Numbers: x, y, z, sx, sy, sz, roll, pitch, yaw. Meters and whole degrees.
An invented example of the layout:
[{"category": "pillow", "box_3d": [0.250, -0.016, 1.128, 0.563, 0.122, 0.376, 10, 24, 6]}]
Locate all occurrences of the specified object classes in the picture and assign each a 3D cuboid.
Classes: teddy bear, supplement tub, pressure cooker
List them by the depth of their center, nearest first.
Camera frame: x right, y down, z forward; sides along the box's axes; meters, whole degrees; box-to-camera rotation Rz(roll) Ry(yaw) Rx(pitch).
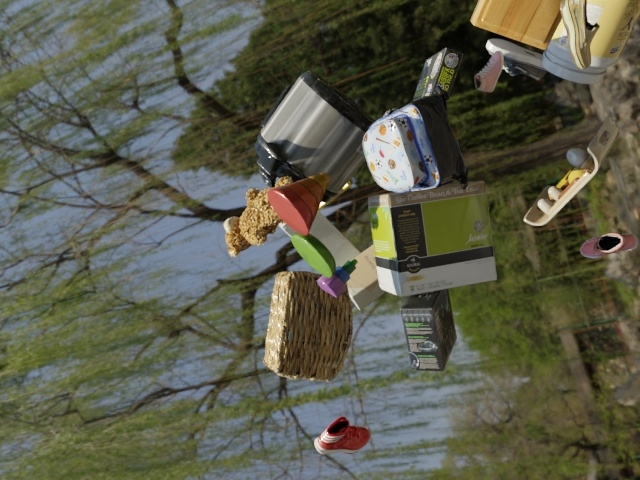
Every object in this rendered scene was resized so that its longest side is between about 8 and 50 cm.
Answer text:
[{"category": "supplement tub", "box_3d": [0.854, -0.688, 1.779, 0.241, 0.241, 0.331, -73, -5, -51]}, {"category": "teddy bear", "box_3d": [-0.207, -0.082, 1.868, 0.113, 0.338, 0.245, 22, -118, -40]}, {"category": "pressure cooker", "box_3d": [-0.030, -0.336, 2.019, 0.369, 0.420, 0.375, 31, -163, -24]}]

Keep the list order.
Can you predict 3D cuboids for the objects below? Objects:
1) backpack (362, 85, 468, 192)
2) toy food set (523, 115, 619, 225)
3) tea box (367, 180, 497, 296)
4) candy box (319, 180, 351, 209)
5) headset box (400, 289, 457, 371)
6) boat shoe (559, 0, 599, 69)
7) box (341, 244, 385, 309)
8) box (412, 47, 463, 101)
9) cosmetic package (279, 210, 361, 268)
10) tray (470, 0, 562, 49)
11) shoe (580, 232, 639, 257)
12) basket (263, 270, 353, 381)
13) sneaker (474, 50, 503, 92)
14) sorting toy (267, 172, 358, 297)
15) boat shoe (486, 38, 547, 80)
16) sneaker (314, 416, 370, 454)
[{"category": "backpack", "box_3d": [0.242, -0.245, 1.562, 0.263, 0.213, 0.277, -5, 101, 69]}, {"category": "toy food set", "box_3d": [0.721, -0.199, 1.654, 0.092, 0.306, 0.219, 39, -130, 9]}, {"category": "tea box", "box_3d": [0.355, -0.012, 1.840, 0.220, 0.328, 0.324, -167, 69, -77]}, {"category": "candy box", "box_3d": [0.037, -0.220, 2.365, 0.027, 0.206, 0.105, 0, -117, -46]}, {"category": "headset box", "box_3d": [0.419, 0.315, 2.191, 0.246, 0.131, 0.283, -44, -55, -56]}, {"category": "boat shoe", "box_3d": [0.648, -0.510, 1.398, 0.190, 0.072, 0.068, 54, -135, -34]}, {"category": "box", "box_3d": [0.223, 0.108, 2.169, 0.148, 0.311, 0.121, 50, 174, 36]}, {"category": "box", "box_3d": [0.364, -0.491, 1.849, 0.270, 0.060, 0.216, -107, 34, -79]}, {"category": "cosmetic package", "box_3d": [0.000, 0.000, 2.300, 0.385, 0.156, 0.217, 46, 177, -22]}, {"category": "tray", "box_3d": [0.546, -0.697, 1.372, 0.076, 0.202, 0.411, -81, 9, -59]}, {"category": "shoe", "box_3d": [0.819, 0.012, 1.654, 0.081, 0.178, 0.064, 4, -102, -30]}, {"category": "basket", "box_3d": [-0.031, 0.242, 1.649, 0.223, 0.213, 0.299, 161, 117, -75]}, {"category": "sneaker", "box_3d": [0.542, -0.546, 1.839, 0.051, 0.070, 0.134, -121, 34, -50]}, {"category": "sorting toy", "box_3d": [0.011, -0.018, 1.263, 0.126, 0.127, 0.366, -45, -42, -17]}, {"category": "boat shoe", "box_3d": [0.746, -0.684, 2.177, 0.301, 0.102, 0.108, 7, -137, -26]}, {"category": "sneaker", "box_3d": [0.098, 0.641, 1.882, 0.221, 0.128, 0.087, -1, -134, -39]}]
